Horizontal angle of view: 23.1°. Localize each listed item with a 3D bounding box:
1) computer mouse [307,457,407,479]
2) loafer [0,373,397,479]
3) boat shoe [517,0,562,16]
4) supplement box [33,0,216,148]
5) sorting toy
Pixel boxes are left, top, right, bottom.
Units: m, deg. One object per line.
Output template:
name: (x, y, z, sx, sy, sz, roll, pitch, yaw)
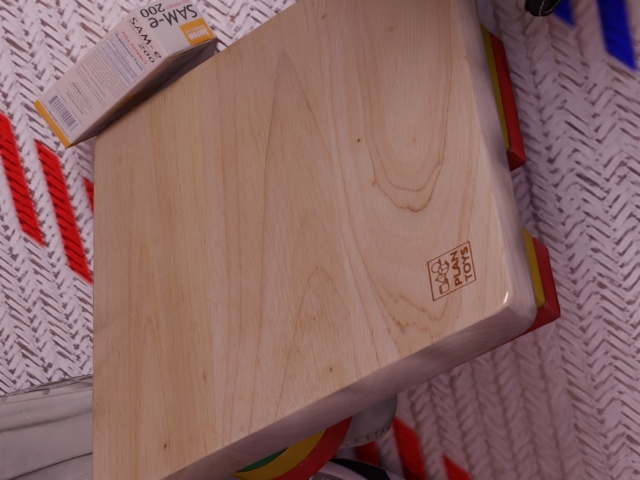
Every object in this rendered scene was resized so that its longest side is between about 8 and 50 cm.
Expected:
computer mouse: (0.066, 0.187, 0.978, 0.193, 0.042, 0.106, 30, 123, 5)
loafer: (-0.086, 0.132, 0.983, 0.319, 0.112, 0.112, -12, 91, 37)
boat shoe: (0.148, -0.163, 0.810, 0.038, 0.046, 0.125, 39, 111, 12)
supplement box: (-0.117, -0.102, 0.940, 0.098, 0.062, 0.036, -37, 90, 29)
sorting toy: (0.000, 0.000, 0.837, 0.255, 0.257, 0.089, -29, 137, 27)
